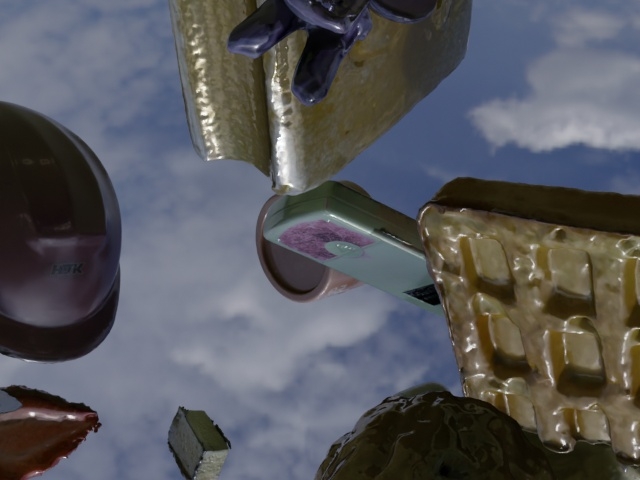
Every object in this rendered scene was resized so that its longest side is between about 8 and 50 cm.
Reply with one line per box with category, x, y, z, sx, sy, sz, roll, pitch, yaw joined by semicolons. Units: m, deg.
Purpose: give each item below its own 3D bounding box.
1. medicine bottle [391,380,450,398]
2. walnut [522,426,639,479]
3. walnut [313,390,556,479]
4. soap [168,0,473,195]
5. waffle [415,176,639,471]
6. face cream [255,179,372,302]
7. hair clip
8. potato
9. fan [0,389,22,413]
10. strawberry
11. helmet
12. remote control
medicine bottle;0.206;0.399;1.702;0.123;0.282;0.375;-22;-112;-4
walnut;0.298;0.253;1.413;0.282;0.277;0.253;-30;-96;-15
walnut;0.076;0.215;0.809;0.198;0.198;0.245;5;-132;9
soap;0.006;-0.248;0.999;0.156;0.335;0.293;27;-129;26
waffle;0.273;0.080;1.037;0.348;0.304;0.077;6;-139;28
face cream;0.000;0.000;1.536;0.104;0.149;0.149;-15;-147;-43
hair clip;0.019;-0.190;0.773;0.137;0.090;0.278;35;-138;-3
potato;-0.205;0.338;1.952;0.061;0.086;0.122;11;-156;-36
fan;-0.428;0.178;1.272;0.229;0.011;0.335;8;-178;-32
strawberry;-0.485;0.295;1.888;0.228;0.174;0.098;-27;-170;-22
helmet;-0.358;-0.035;1.396;0.271;0.197;0.338;0;-144;-43
remote control;0.100;0.022;1.416;0.344;0.145;0.050;25;-116;-29
